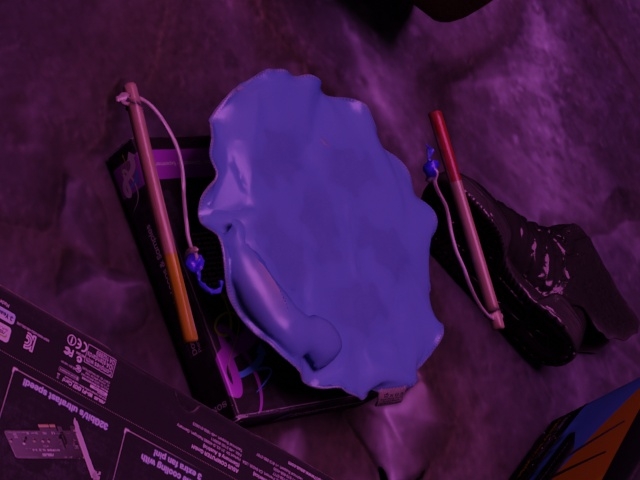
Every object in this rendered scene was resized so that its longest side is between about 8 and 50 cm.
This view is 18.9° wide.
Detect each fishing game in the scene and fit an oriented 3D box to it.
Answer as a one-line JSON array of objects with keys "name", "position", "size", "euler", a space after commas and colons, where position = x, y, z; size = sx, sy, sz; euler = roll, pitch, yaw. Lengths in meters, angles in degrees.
[{"name": "fishing game", "position": [0.000, 0.000, 1.034], "size": [0.264, 0.041, 0.189], "euler": [-5, 74, -50]}]

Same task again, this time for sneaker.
[{"name": "sneaker", "position": [0.131, 0.012, 1.192], "size": [0.170, 0.051, 0.089], "euler": [52, 40, -12]}]

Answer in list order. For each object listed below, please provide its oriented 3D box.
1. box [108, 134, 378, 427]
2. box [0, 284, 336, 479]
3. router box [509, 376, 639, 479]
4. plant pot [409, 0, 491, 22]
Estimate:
[{"name": "box", "position": [-0.038, 0.019, 1.034], "size": [0.116, 0.029, 0.162], "euler": [-5, 67, -46]}, {"name": "box", "position": [-0.101, 0.173, 0.774], "size": [0.307, 0.076, 0.242], "euler": [33, 56, -34]}, {"name": "router box", "position": [0.153, 0.138, 1.061], "size": [0.046, 0.133, 0.179], "euler": [52, 40, -6]}, {"name": "plant pot", "position": [0.032, -0.299, 1.173], "size": [0.254, 0.237, 0.237], "euler": [29, 46, -20]}]
